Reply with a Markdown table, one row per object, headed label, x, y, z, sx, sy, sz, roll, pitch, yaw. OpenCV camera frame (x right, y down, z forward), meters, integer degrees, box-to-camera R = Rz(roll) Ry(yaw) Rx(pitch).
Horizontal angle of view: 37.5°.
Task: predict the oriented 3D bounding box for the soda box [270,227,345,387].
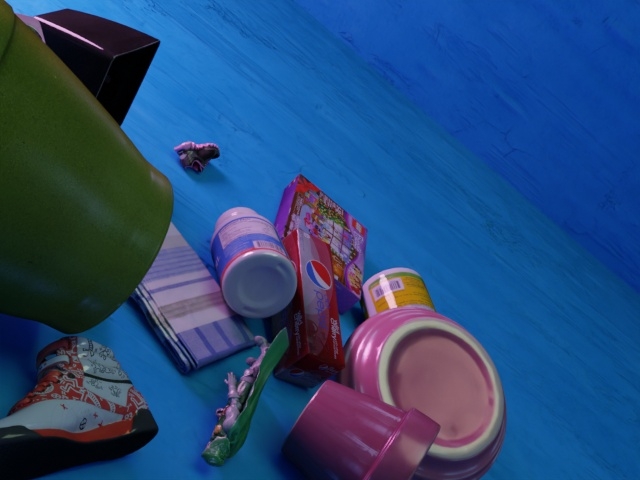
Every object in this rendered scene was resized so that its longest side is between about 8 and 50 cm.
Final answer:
| label | x | y | z | sx | sy | sz | roll | pitch | yaw |
| --- | --- | --- | --- | --- | --- | --- | --- | --- | --- |
| soda box | -0.028 | 0.113 | 1.606 | 0.083 | 0.092 | 0.263 | 26 | 41 | -34 |

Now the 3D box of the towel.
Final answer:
| label | x | y | z | sx | sy | sz | roll | pitch | yaw |
| --- | --- | --- | --- | --- | --- | --- | --- | --- | --- |
| towel | -0.231 | 0.073 | 1.474 | 0.285 | 0.034 | 0.209 | 53 | 23 | 10 |

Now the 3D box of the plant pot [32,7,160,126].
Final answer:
| label | x | y | z | sx | sy | sz | roll | pitch | yaw |
| --- | --- | --- | --- | --- | --- | --- | --- | --- | --- |
| plant pot | -0.409 | -0.289 | 1.586 | 0.167 | 0.188 | 0.187 | 33 | 25 | 1 |

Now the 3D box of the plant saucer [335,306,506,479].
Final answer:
| label | x | y | z | sx | sy | sz | roll | pitch | yaw |
| --- | --- | --- | --- | --- | --- | --- | --- | --- | --- |
| plant saucer | 0.189 | 0.261 | 1.614 | 0.332 | 0.084 | 0.332 | 13 | 59 | -22 |

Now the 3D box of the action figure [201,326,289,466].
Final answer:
| label | x | y | z | sx | sy | sz | roll | pitch | yaw |
| --- | --- | --- | --- | --- | --- | --- | --- | --- | --- |
| action figure | -0.115 | 0.233 | 1.337 | 0.063 | 0.137 | 0.232 | 21 | 34 | 3 |

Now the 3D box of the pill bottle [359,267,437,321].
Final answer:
| label | x | y | z | sx | sy | sz | roll | pitch | yaw |
| --- | --- | --- | --- | --- | --- | --- | --- | --- | --- |
| pill bottle | 0.168 | 0.184 | 1.805 | 0.136 | 0.136 | 0.246 | 25 | 33 | -38 |

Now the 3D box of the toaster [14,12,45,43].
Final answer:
| label | x | y | z | sx | sy | sz | roll | pitch | yaw |
| --- | --- | --- | --- | --- | --- | --- | --- | --- | --- |
| toaster | -0.483 | -0.227 | 1.384 | 0.110 | 0.185 | 0.168 | 12 | 49 | -47 |

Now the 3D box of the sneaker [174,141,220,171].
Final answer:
| label | x | y | z | sx | sy | sz | roll | pitch | yaw |
| --- | --- | --- | --- | --- | --- | --- | --- | --- | --- |
| sneaker | -0.234 | -0.158 | 1.823 | 0.119 | 0.047 | 0.057 | -6 | 75 | -58 |

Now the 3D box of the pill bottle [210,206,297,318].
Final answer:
| label | x | y | z | sx | sy | sz | roll | pitch | yaw |
| --- | --- | --- | --- | --- | --- | --- | --- | --- | --- |
| pill bottle | -0.119 | 0.028 | 1.587 | 0.124 | 0.124 | 0.221 | 34 | 12 | -25 |

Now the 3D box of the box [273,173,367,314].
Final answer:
| label | x | y | z | sx | sy | sz | roll | pitch | yaw |
| --- | --- | --- | --- | --- | --- | --- | --- | --- | --- |
| box | 0.000 | 0.000 | 1.919 | 0.201 | 0.057 | 0.293 | 40 | 25 | -15 |

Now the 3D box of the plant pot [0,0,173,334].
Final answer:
| label | x | y | z | sx | sy | sz | roll | pitch | yaw |
| --- | --- | --- | --- | --- | --- | --- | --- | --- | --- |
| plant pot | -0.376 | -0.072 | 1.106 | 0.353 | 0.366 | 0.367 | 36 | 25 | -33 |

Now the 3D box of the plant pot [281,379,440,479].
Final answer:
| label | x | y | z | sx | sy | sz | roll | pitch | yaw |
| --- | --- | --- | --- | --- | --- | --- | --- | --- | --- |
| plant pot | 0.051 | 0.307 | 1.388 | 0.180 | 0.201 | 0.201 | 34 | 23 | 10 |

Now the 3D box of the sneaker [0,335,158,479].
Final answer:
| label | x | y | z | sx | sy | sz | roll | pitch | yaw |
| --- | --- | --- | --- | --- | --- | --- | --- | --- | --- |
| sneaker | -0.317 | 0.188 | 1.095 | 0.145 | 0.090 | 0.270 | 55 | 23 | 23 |
